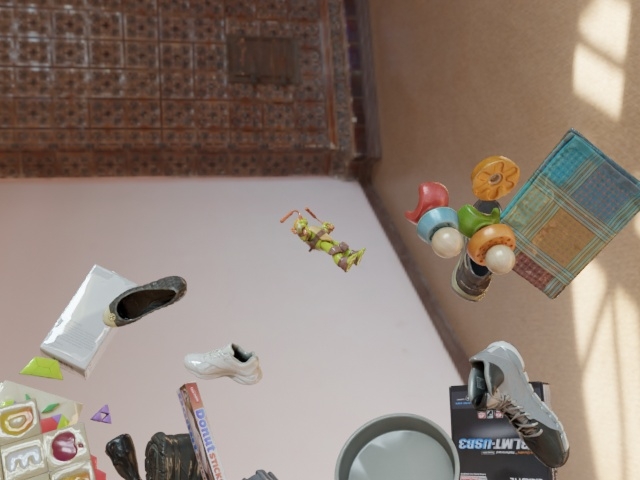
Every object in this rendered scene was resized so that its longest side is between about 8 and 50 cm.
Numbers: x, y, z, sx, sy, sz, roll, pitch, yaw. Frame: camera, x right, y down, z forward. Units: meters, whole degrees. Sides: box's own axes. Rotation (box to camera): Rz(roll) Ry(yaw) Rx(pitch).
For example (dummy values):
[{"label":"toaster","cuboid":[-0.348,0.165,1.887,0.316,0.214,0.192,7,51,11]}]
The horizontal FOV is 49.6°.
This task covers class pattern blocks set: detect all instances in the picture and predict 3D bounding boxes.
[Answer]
[{"label":"pattern blocks set","cuboid":[-0.591,0.381,1.410,0.026,0.324,0.286,-30,56,55]}]

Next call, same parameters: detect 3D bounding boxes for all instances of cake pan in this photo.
[{"label":"cake pan","cuboid":[0.179,0.540,1.601,0.293,0.293,0.054,-109,-2,-50]}]

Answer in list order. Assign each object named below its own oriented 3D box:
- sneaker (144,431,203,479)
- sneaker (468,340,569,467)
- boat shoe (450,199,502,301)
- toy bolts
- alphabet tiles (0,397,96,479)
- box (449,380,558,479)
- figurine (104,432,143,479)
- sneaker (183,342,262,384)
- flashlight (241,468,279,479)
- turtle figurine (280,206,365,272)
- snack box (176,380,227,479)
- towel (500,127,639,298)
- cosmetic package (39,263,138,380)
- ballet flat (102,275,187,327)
[{"label":"sneaker","cuboid":[-0.241,0.485,1.237,0.109,0.130,0.287,-3,84,54]},{"label":"sneaker","cuboid":[0.314,0.288,1.160,0.086,0.132,0.229,-46,64,42]},{"label":"boat shoe","cuboid":[0.470,0.008,1.963,0.130,0.132,0.356,115,175,-55]},{"label":"toy bolts","cuboid":[0.304,-0.042,1.368,0.159,0.228,0.218,-108,28,-45]},{"label":"alphabet tiles","cuboid":[-0.466,0.367,0.901,0.011,0.342,0.285,103,148,-53]},{"label":"box","cuboid":[0.523,0.563,2.001,0.295,0.073,0.294,-11,70,36]},{"label":"figurine","cuboid":[-0.571,0.657,1.873,0.209,0.214,0.092,54,129,21]},{"label":"sneaker","cuboid":[-0.278,0.336,1.981,0.090,0.232,0.115,-78,-8,-61]},{"label":"flashlight","cuboid":[-0.030,0.499,1.119,0.304,0.103,0.103,38,126,37]},{"label":"turtle figurine","cuboid":[0.000,0.000,1.823,0.087,0.217,0.269,-59,-16,10]},{"label":"snack box","cuboid":[-0.192,0.320,1.122,0.064,0.022,0.178,-43,64,57]},{"label":"towel","cuboid":[0.613,-0.056,1.746,0.370,0.271,0.040,-53,6,17]},{"label":"cosmetic package","cuboid":[-0.521,0.183,1.571,0.231,0.117,0.085,-63,1,-32]},{"label":"ballet flat","cuboid":[-0.308,0.105,1.194,0.058,0.173,0.049,63,-166,-4]}]
